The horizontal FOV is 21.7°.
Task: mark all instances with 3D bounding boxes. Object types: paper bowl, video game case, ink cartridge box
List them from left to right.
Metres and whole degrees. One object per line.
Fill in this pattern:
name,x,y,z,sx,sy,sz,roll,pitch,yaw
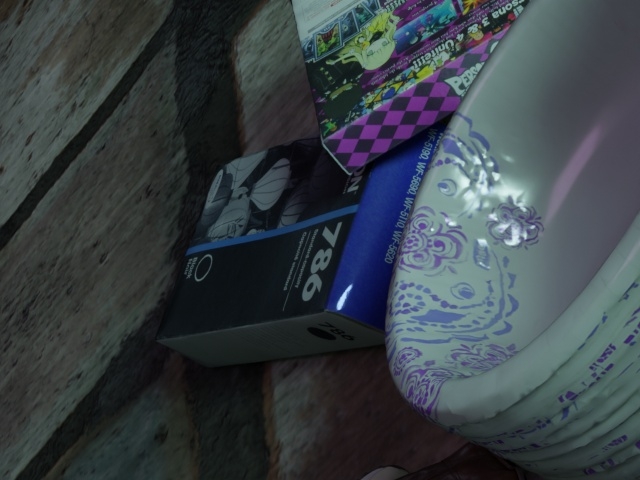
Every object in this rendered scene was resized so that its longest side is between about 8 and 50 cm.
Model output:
ink cartridge box,0.000,0.000,1.227,0.332,0.065,0.165,-13,53,55
video game case,0.092,-0.172,1.171,0.232,0.042,0.210,-31,35,14
paper bowl,0.166,-0.014,0.824,0.284,0.148,0.284,-54,19,28

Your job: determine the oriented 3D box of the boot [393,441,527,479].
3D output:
boot,0.063,0.157,0.933,0.114,0.037,0.106,-23,18,-1

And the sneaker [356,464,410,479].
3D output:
sneaker,0.033,0.215,0.986,0.075,0.057,0.161,15,76,46
